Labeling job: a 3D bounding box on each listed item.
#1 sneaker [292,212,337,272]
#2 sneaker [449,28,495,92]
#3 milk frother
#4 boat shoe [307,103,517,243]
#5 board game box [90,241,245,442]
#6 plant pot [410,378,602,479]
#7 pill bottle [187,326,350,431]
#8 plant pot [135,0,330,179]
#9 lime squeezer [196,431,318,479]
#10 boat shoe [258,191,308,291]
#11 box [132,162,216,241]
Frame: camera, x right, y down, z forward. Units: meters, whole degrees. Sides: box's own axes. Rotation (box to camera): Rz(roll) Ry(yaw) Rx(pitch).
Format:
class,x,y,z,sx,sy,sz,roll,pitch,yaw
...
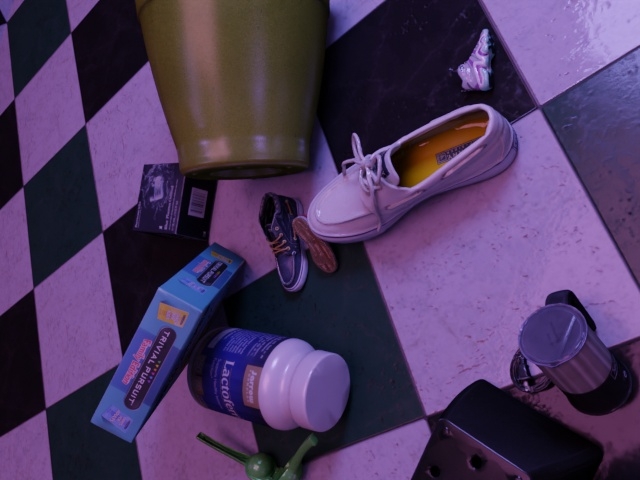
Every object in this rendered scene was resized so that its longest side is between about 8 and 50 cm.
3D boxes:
class,x,y,z,sx,sy,sz,roll,pitch,yaw
sneaker,0.000,0.000,1.044,0.042,0.067,0.118,-33,93,25
sneaker,0.239,-0.284,0.914,0.069,0.038,0.098,-1,80,36
milk frother,0.289,0.148,0.729,0.143,0.134,0.129,-33,32,24
boat shoe,0.109,-0.104,0.885,0.367,0.156,0.136,-21,67,27
board game box,-0.256,0.161,1.033,0.079,0.336,0.254,29,102,-3
plant pot,0.214,0.308,0.737,0.187,0.167,0.188,28,99,38
pill bottle,-0.090,0.238,0.989,0.264,0.153,0.153,1,82,37
plant pot,-0.147,-0.295,1.042,0.366,0.366,0.353,-4,90,37
lime squeezer,-0.101,0.385,1.003,0.310,0.110,0.059,-16,38,42
boat shoe,-0.075,0.003,1.067,0.065,0.083,0.184,-14,73,34
box,-0.321,-0.085,1.265,0.158,0.093,0.156,4,83,39
